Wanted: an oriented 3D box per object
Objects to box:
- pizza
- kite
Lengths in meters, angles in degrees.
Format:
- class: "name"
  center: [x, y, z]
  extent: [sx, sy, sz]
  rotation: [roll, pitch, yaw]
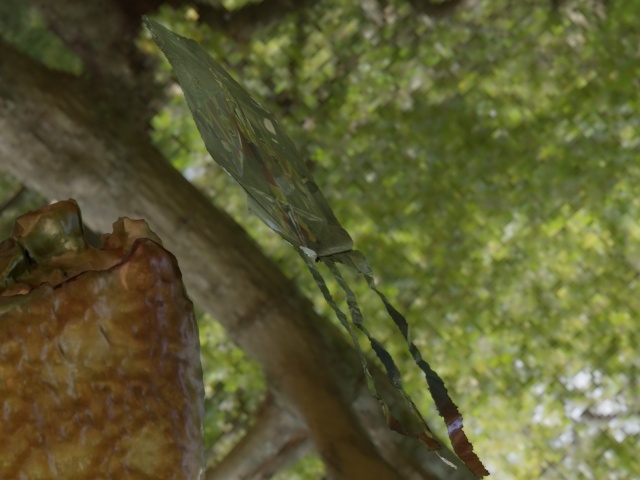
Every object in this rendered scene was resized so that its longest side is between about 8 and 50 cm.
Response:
- class: "pizza"
  center: [-0.131, 0.078, 0.565]
  extent: [0.069, 0.147, 0.226]
  rotation: [-6, -162, 46]
- class: "kite"
  center: [-0.001, 0.001, 0.659]
  extent: [0.015, 0.141, 0.245]
  rotation: [-39, -117, 14]
